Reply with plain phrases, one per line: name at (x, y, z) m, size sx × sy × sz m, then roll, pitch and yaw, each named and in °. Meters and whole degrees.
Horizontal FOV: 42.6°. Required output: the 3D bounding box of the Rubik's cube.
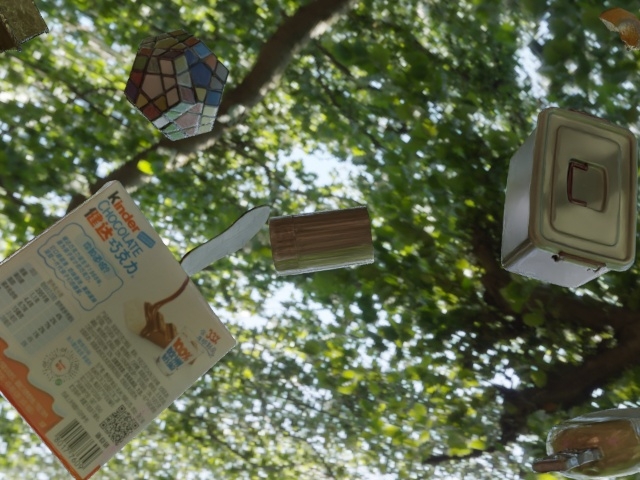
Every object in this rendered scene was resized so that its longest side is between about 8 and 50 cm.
Rubik's cube at (-0.144, -0.157, 0.825) m, size 0.111 × 0.093 × 0.111 m, roll 6°, pitch -74°, yaw 22°

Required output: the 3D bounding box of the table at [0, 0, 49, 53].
table at (-0.477, -0.355, 1.098) m, size 0.167 × 0.226 × 0.167 m, roll -19°, pitch -154°, yaw 10°

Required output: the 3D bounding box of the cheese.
cheese at (0.371, 0.283, 1.108) m, size 0.163 × 0.286 × 0.082 m, roll -18°, pitch -103°, yaw 35°

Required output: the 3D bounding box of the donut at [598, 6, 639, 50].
donut at (0.520, -0.358, 1.404) m, size 0.067 × 0.083 × 0.038 m, roll -23°, pitch -156°, yaw -12°

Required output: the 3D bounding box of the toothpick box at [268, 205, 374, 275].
toothpick box at (0.000, 0.000, 1.482) m, size 0.181 × 0.111 × 0.111 m, roll -8°, pitch -120°, yaw 0°

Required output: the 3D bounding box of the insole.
insole at (-0.239, 0.002, 2.084) m, size 0.009 × 0.348 × 0.119 m, roll 31°, pitch -49°, yaw 23°

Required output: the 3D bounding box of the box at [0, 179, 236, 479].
box at (-0.277, 0.109, 1.011) m, size 0.265 × 0.273 × 0.048 m, roll -41°, pitch -162°, yaw -26°

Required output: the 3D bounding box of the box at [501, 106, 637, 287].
box at (0.425, -0.066, 1.436) m, size 0.167 × 0.193 × 0.293 m, roll 125°, pitch -22°, yaw -63°
